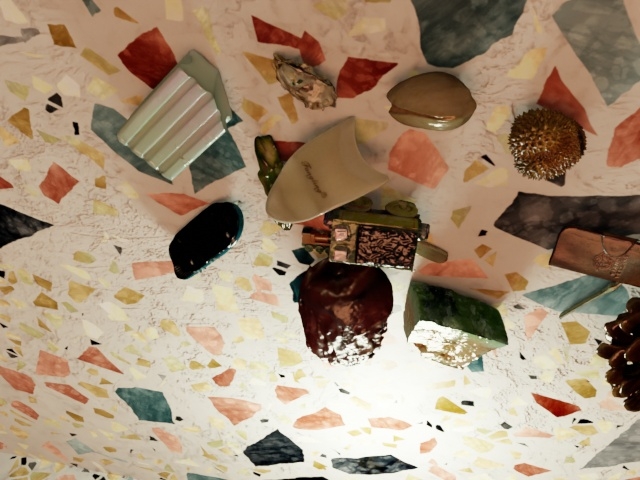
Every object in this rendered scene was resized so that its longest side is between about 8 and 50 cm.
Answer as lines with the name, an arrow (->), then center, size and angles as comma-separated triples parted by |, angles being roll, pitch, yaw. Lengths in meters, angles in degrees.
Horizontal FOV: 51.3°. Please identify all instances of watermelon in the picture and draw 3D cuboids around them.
watermelon -> 0.348, 0.225, 1.836 | 0.264, 0.151, 0.302 | 17, 154, -5

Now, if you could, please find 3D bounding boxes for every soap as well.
soap -> -0.323, -0.281, 1.535 | 0.173, 0.095, 0.290 | 39, 131, -22

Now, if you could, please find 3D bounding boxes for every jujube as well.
jujube -> 0.064, 0.195, 1.810 | 0.259, 0.258, 0.376 | 11, 131, 4

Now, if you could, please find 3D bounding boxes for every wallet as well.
wallet -> 0.690, 0.039, 1.593 | 0.256, 0.031, 0.137 | 14, 132, 10

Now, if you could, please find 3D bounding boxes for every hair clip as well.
hair clip -> -0.006, -0.137, 1.532 | 0.282, 0.113, 0.172 | -33, 82, 40

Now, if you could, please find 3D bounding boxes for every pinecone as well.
pinecone -> 0.900, 0.305, 1.610 | 0.398, 0.397, 0.397 | 8, 135, 8

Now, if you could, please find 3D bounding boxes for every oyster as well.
oyster -> -0.033, -0.342, 1.423 | 0.166, 0.053, 0.108 | 31, 161, -26

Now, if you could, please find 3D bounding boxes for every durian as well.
durian -> 0.463, -0.199, 1.374 | 0.168, 0.136, 0.158 | -15, 150, 38

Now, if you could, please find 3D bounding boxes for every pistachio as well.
pistachio -> 0.226, -0.281, 1.361 | 0.185, 0.124, 0.124 | -1, 134, 21

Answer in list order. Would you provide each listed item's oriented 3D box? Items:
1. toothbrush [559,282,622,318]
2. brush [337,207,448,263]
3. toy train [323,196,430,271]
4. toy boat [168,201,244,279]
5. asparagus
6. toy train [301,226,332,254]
toothbrush -> 0.719, 0.130, 1.701 | 0.028, 0.026, 0.294 | 37, 133, -2
brush -> 0.177, -0.014, 1.714 | 0.337, 0.020, 0.085 | 22, 135, -6
toy train -> 0.133, -0.018, 1.592 | 0.261, 0.177, 0.134 | 6, 121, 3
toy boat -> -0.291, -0.001, 1.813 | 0.299, 0.134, 0.092 | -32, 156, 36
asparagus -> -0.108, -0.125, 1.644 | 0.080, 0.080, 0.287 | 2, 135, 14
toy train -> 0.000, 0.000, 1.765 | 0.103, 0.044, 0.064 | 6, 125, 10
